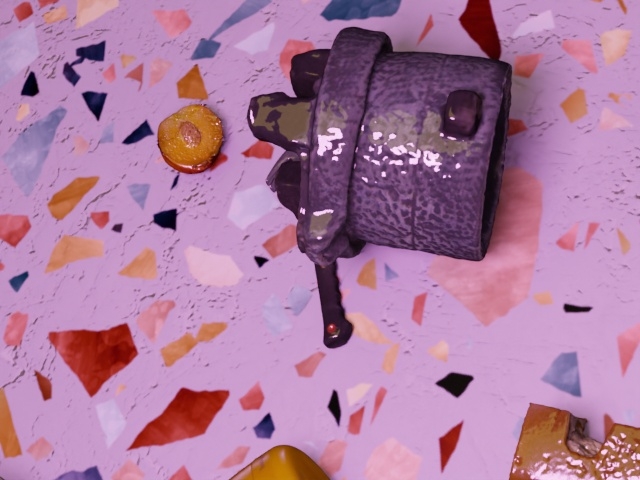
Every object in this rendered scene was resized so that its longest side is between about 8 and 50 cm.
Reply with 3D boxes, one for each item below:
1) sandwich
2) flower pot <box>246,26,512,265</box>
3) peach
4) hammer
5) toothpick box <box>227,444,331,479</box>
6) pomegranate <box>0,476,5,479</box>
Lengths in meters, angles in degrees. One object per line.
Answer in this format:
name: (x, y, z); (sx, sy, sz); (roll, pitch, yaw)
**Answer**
sandwich: (0.322, 0.261, 1.607); (0.236, 0.122, 0.128); (14, 78, 24)
flower pot: (0.069, -0.099, 1.749); (0.283, 0.299, 0.299); (10, 72, 11)
peach: (-0.172, -0.131, 2.003); (0.098, 0.061, 0.098); (1, 71, -2)
hammer: (0.000, 0.000, 1.894); (0.111, 0.033, 0.287); (-18, 63, 13)
toothpick box: (-0.098, 0.374, 1.696); (0.271, 0.175, 0.175); (-37, 60, 8)
pomegranate: (-0.458, 0.416, 1.813); (0.310, 0.216, 0.358); (-35, 30, 5)
